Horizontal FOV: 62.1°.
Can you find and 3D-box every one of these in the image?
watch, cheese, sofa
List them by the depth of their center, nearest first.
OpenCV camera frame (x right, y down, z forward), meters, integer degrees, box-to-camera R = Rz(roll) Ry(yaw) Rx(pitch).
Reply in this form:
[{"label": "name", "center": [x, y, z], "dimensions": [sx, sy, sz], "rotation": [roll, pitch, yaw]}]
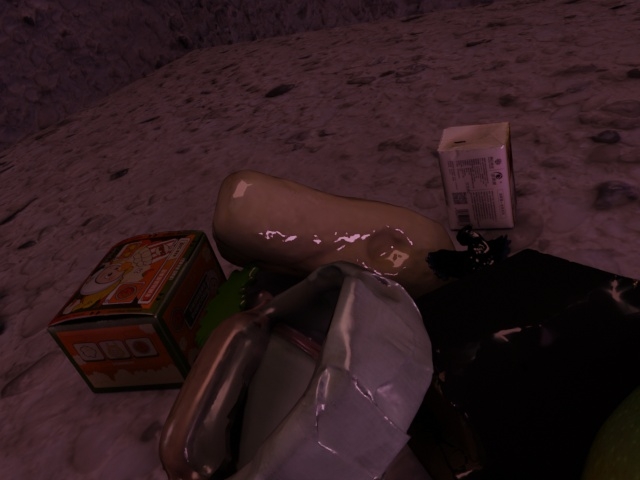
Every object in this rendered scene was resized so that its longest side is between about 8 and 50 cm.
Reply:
[{"label": "watch", "center": [-0.013, 0.145, 0.486], "dimensions": [0.241, 0.161, 0.253], "rotation": [-20, 42, 55]}, {"label": "sofa", "center": [0.200, 0.141, 0.537], "dimensions": [0.258, 0.182, 0.200], "rotation": [-23, 14, -9]}, {"label": "cheese", "center": [0.000, 0.000, 0.829], "dimensions": [0.350, 0.130, 0.328], "rotation": [13, -7, -15]}]

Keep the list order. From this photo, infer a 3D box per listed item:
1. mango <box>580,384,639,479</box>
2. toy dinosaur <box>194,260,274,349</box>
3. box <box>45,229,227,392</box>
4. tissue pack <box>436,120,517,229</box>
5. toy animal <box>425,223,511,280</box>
[{"label": "mango", "center": [0.333, 0.165, 0.357], "dimensions": [0.381, 0.201, 0.225], "rotation": [-27, 24, -21]}, {"label": "toy dinosaur", "center": [-0.055, 0.118, 0.696], "dimensions": [0.194, 0.177, 0.152], "rotation": [-38, 24, 22]}, {"label": "box", "center": [-0.257, 0.102, 0.796], "dimensions": [0.177, 0.148, 0.195], "rotation": [-8, 32, 17]}, {"label": "tissue pack", "center": [0.256, -0.103, 0.858], "dimensions": [0.106, 0.149, 0.099], "rotation": [-1, 35, 25]}, {"label": "toy animal", "center": [0.221, 0.029, 0.720], "dimensions": [0.220, 0.062, 0.108], "rotation": [-13, 49, -46]}]
